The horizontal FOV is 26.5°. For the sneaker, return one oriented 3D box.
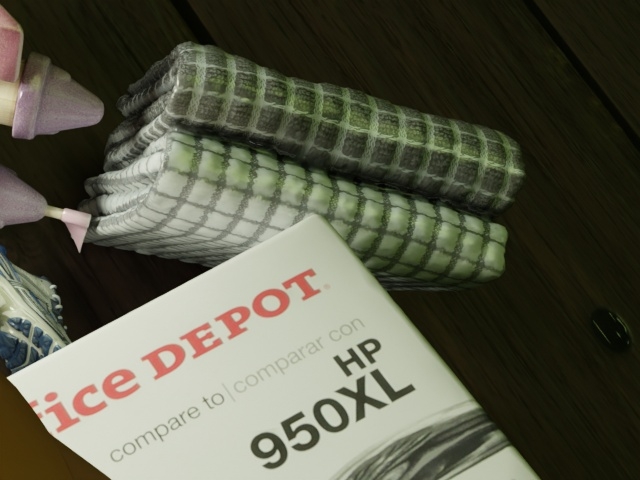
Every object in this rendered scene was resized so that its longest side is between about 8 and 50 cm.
[{"bbox_3d":[-0.191,0.051,0.906,0.135,0.052,0.058,47,37,4],"label":"sneaker"}]

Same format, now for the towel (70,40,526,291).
[{"bbox_3d":[-0.025,-0.041,0.919,0.235,0.284,0.121,13,83,-18],"label":"towel"}]

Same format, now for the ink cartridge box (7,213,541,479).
[{"bbox_3d":[-0.010,0.219,0.688,0.285,0.166,0.395,-28,60,-20],"label":"ink cartridge box"}]

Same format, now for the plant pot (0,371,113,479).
[{"bbox_3d":[-0.171,0.170,0.506,0.203,0.291,0.291,31,33,-60],"label":"plant pot"}]

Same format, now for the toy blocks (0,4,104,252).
[{"bbox_3d":[-0.248,-0.129,0.806,0.260,0.288,0.309,12,45,-9],"label":"toy blocks"}]
